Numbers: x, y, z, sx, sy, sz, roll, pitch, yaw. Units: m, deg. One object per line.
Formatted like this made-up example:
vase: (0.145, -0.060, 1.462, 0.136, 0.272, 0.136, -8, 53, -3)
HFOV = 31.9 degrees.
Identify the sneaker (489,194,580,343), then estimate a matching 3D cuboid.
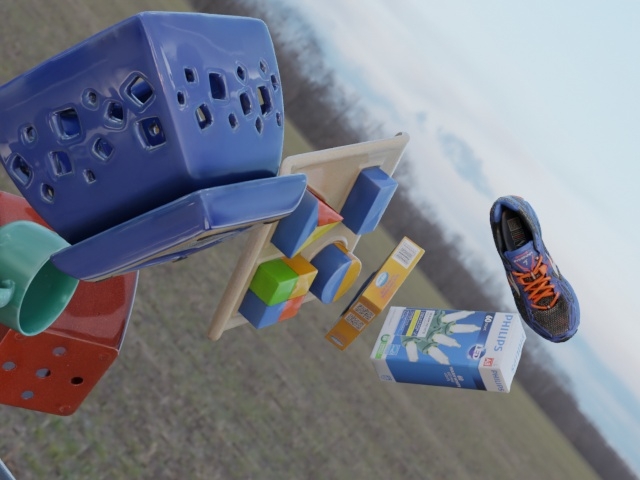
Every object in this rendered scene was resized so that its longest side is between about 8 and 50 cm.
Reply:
sneaker: (0.278, 0.037, 1.505, 0.221, 0.083, 0.087, 65, 15, 17)

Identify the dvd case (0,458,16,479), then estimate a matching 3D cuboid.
dvd case: (-0.305, 0.141, 0.736, 0.238, 0.179, 0.029, 45, 26, 24)

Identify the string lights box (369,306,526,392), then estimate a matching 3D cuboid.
string lights box: (0.239, 0.202, 2.098, 0.259, 0.133, 0.077, 1, -43, 29)

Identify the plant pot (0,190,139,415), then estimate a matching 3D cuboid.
plant pot: (-0.448, 0.125, 1.791, 0.267, 0.267, 0.236, 18, 37, -33)

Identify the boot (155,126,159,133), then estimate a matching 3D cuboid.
boot: (-0.227, -0.115, 1.825, 0.269, 0.089, 0.236, 26, -15, 23)

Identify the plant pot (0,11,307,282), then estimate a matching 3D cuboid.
plant pot: (-0.164, -0.089, 1.139, 0.236, 0.236, 0.212, -16, 85, -61)

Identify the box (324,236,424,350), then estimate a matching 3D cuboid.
box: (0.049, 0.057, 1.101, 0.028, 0.081, 0.136, 39, -30, -1)

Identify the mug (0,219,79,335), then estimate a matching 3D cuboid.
mug: (-0.372, 0.035, 1.374, 0.097, 0.129, 0.158, 28, -18, 14)

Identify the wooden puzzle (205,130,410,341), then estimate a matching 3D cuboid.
wooden puzzle: (0.000, 0.000, 1.707, 0.080, 0.322, 0.347, 38, 32, 21)
